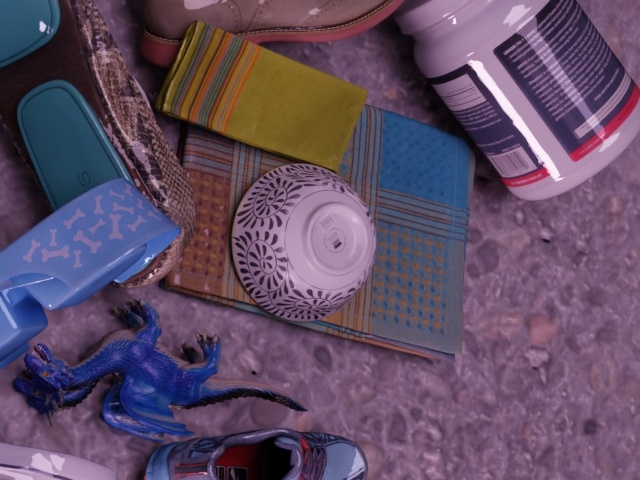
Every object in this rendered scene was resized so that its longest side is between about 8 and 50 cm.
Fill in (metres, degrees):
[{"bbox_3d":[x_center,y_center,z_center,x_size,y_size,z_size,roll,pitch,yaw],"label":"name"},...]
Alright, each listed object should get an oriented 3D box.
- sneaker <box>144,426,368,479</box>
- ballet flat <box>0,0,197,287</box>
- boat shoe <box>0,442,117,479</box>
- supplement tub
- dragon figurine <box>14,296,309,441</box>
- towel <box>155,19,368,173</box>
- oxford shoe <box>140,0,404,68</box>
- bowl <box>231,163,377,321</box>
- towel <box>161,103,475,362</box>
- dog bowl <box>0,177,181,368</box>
[{"bbox_3d":[-0.041,0.242,1.940,0.262,0.125,0.104,-1,77,-39],"label":"sneaker"},{"bbox_3d":[-0.264,-0.183,1.884,0.482,0.164,0.182,62,24,-13],"label":"ballet flat"},{"bbox_3d":[-0.321,0.231,1.784,0.268,0.096,0.088,13,77,-30],"label":"boat shoe"},{"bbox_3d":[0.227,-0.199,2.178,0.272,0.191,0.191,52,58,-14],"label":"supplement tub"},{"bbox_3d":[-0.165,0.154,1.906,0.289,0.085,0.144,30,67,-20],"label":"dragon figurine"},{"bbox_3d":[-0.056,-0.147,2.000,0.237,0.021,0.102,18,99,-36],"label":"towel"},{"bbox_3d":[-0.036,-0.281,2.037,0.348,0.123,0.130,-22,123,-35],"label":"oxford shoe"},{"bbox_3d":[0.000,0.000,1.999,0.170,0.080,0.170,2,86,-30],"label":"bowl"},{"bbox_3d":[0.005,-0.032,2.091,0.370,0.040,0.271,15,71,-29],"label":"towel"},{"bbox_3d":[-0.269,0.046,1.771,0.297,0.166,0.074,-35,86,7],"label":"dog bowl"}]
